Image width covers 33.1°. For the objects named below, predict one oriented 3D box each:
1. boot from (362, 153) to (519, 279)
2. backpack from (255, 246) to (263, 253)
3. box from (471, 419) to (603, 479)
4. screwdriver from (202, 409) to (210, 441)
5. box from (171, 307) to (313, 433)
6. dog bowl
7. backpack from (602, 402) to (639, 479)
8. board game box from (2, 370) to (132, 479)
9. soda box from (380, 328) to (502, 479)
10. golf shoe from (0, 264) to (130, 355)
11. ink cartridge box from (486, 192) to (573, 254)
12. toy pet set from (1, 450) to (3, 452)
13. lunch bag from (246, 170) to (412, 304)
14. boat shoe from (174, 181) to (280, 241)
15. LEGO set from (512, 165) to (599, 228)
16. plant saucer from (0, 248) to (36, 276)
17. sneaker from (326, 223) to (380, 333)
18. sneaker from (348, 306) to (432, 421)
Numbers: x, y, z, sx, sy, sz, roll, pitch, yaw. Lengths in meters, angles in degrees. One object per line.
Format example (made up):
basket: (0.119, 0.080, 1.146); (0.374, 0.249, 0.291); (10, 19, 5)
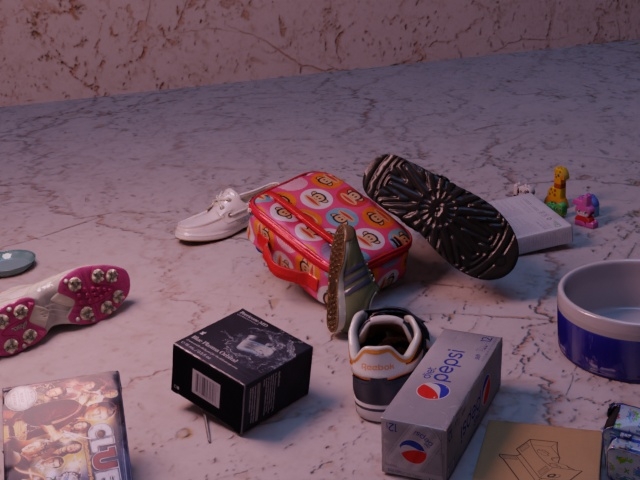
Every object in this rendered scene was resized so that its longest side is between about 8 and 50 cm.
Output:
boot: (0.253, -0.041, 2.090); (0.348, 0.131, 0.260); (40, 5, 20)
backpack: (-0.071, -0.014, 2.215); (0.120, 0.098, 0.101); (-14, 24, -29)
box: (0.293, 0.308, 1.449); (0.164, 0.021, 0.201); (3, 22, 16)
screwdriver: (-0.176, 0.258, 1.652); (0.025, 0.024, 0.170); (-35, 27, 0)
box: (-0.121, 0.197, 1.663); (0.156, 0.093, 0.158); (25, 33, 32)
dog bowl: (0.520, 0.126, 1.758); (0.264, 0.104, 0.265); (-3, 21, 1)
backpack: (0.427, 0.276, 1.403); (0.114, 0.105, 0.084); (7, 46, 24)
board game box: (-0.339, 0.290, 1.448); (0.165, 0.042, 0.243); (-8, 44, -11)
soda box: (0.180, 0.232, 1.562); (0.098, 0.091, 0.286); (7, 24, 22)
golf shoe: (-0.497, 0.106, 1.969); (0.306, 0.115, 0.140); (-20, 23, -38)
ink cartridge box: (0.379, -0.028, 2.247); (0.224, 0.045, 0.223); (-10, 22, -8)
toy pet set: (-0.399, 0.297, 1.567); (0.114, 0.065, 0.122); (-33, 5, 28)
lunch bag: (0.000, 0.000, 2.059); (0.258, 0.120, 0.293); (-25, 49, -37)
boat shoe: (-0.202, -0.070, 2.381); (0.277, 0.096, 0.098); (-19, 27, -34)
LEGO set: (0.529, -0.106, 2.358); (0.087, 0.093, 0.227); (-20, 27, -36)
plant saucer: (-0.654, 0.050, 2.251); (0.119, 0.021, 0.119); (-4, 21, 1)
sneaker: (0.063, 0.071, 1.894); (0.086, 0.192, 0.064); (9, -12, -22)
sneaker: (0.114, 0.157, 1.723); (0.126, 0.127, 0.321); (-2, 20, 7)
